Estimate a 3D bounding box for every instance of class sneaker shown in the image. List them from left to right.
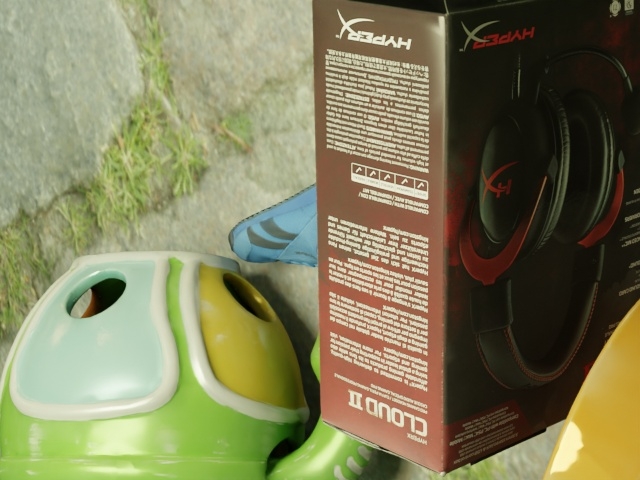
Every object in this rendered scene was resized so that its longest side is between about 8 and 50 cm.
[{"bbox_3d":[0.000,0.000,1.131,0.209,0.069,0.082,-23,89,51],"label":"sneaker"}]

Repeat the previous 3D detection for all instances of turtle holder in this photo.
[{"bbox_3d":[-0.115,0.124,1.163,0.320,0.243,0.227,-11,75,51],"label":"turtle holder"}]

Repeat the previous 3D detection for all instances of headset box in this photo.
[{"bbox_3d":[0.111,-0.010,0.875,0.110,0.218,0.293,18,115,46],"label":"headset box"}]

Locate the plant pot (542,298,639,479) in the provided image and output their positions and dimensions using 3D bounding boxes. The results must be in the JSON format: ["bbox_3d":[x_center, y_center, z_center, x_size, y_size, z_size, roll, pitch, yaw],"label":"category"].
[{"bbox_3d":[0.242,0.151,0.812,0.188,0.205,0.205,23,121,25],"label":"plant pot"}]
